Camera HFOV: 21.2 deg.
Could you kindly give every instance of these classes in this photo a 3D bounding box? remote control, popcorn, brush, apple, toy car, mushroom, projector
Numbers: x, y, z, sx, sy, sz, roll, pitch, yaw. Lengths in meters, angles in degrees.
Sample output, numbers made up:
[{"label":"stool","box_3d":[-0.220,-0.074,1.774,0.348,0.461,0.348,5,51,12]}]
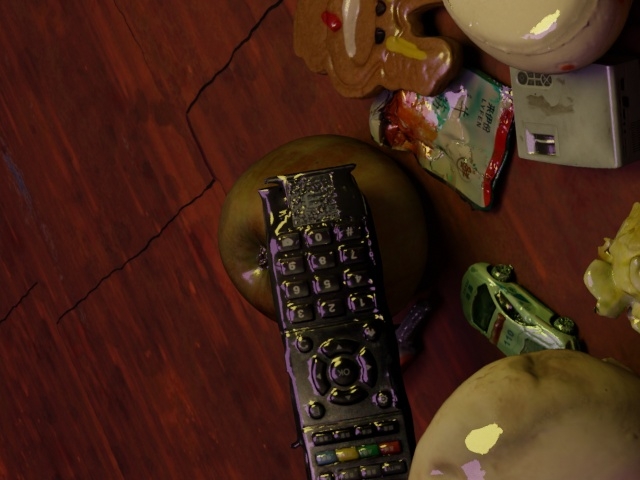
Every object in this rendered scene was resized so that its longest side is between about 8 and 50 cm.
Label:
[{"label":"remote control","box_3d":[0.018,0.118,1.935,0.145,0.062,0.398,-10,91,9]},{"label":"popcorn","box_3d":[0.349,0.015,1.734,0.135,0.162,0.141,74,-160,-61]},{"label":"brush","box_3d":[0.070,0.177,2.221,0.051,0.070,0.323,52,139,19]},{"label":"apple","box_3d":[0.000,0.000,2.097,0.257,0.234,0.256,25,128,37]},{"label":"toy car","box_3d":[0.224,0.100,1.996,0.186,0.058,0.093,42,135,32]},{"label":"mushroom","box_3d":[0.241,0.285,1.857,0.315,0.315,0.356,54,156,23]},{"label":"projector","box_3d":[0.276,-0.141,1.820,0.147,0.061,0.115,11,112,50]}]

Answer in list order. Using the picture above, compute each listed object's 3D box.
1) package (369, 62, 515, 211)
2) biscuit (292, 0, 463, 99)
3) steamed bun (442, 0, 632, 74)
[{"label":"package","box_3d":[0.134,-0.150,2.020,0.232,0.040,0.166,39,130,36]},{"label":"biscuit","box_3d":[0.061,-0.256,2.035,0.295,0.044,0.186,0,86,52]},{"label":"steamed bun","box_3d":[0.229,-0.261,1.755,0.177,0.131,0.228,-53,50,13]}]
